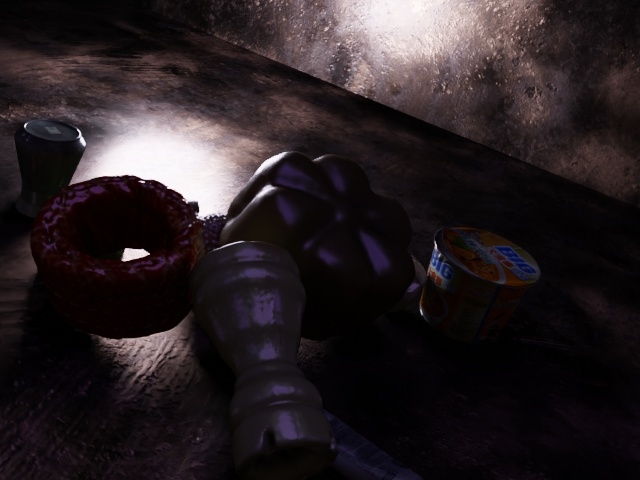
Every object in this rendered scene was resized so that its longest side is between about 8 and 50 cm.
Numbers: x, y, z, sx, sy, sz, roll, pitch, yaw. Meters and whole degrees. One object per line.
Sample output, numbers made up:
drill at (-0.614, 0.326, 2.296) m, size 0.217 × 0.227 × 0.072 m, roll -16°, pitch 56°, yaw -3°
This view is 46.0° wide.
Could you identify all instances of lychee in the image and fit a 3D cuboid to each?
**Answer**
lychee at (-0.278, 0.000, 1.892) m, size 0.165 × 0.165 × 0.197 m, roll -18°, pitch 63°, yaw -48°

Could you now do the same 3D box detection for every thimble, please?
thimble at (-0.422, 0.030, 1.608) m, size 0.350 × 0.231 × 0.350 m, roll 4°, pitch 47°, yaw -5°

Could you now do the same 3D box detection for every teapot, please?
teapot at (-0.707, -0.188, 1.932) m, size 0.171 × 0.225 × 0.203 m, roll -2°, pitch 32°, yaw -37°

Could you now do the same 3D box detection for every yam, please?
yam at (-0.406, -0.088, 2.101) m, size 0.132 × 0.054 × 0.054 m, roll -4°, pitch 34°, yaw -35°

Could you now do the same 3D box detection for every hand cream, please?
hand cream at (0.070, 0.419, 1.436) m, size 0.340 × 0.078 × 0.124 m, roll 26°, pitch 28°, yaw 34°

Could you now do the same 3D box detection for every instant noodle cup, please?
instant noodle cup at (0.405, 0.125, 1.992) m, size 0.296 × 0.214 × 0.296 m, roll 13°, pitch 27°, yaw -7°

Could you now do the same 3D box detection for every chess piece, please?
chess piece at (-0.104, 0.230, 1.437) m, size 0.234 × 0.234 × 0.442 m, roll 3°, pitch 45°, yaw -25°

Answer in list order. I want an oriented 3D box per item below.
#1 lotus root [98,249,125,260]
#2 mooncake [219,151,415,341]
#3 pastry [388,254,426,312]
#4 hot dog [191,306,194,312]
lotus root at (-0.553, -0.047, 1.818) m, size 0.186 × 0.186 × 0.186 m, roll 13°, pitch 27°, yaw -7°
mooncake at (0.000, 0.000, 1.823) m, size 0.466 × 0.262 × 0.467 m, roll 24°, pitch 40°, yaw -22°
pastry at (0.203, 0.115, 1.977) m, size 0.088 × 0.166 × 0.166 m, roll 41°, pitch 26°, yaw -10°
hot dog at (-0.226, 0.163, 1.715) m, size 0.242 × 0.073 × 0.084 m, roll 33°, pitch 28°, yaw 33°
